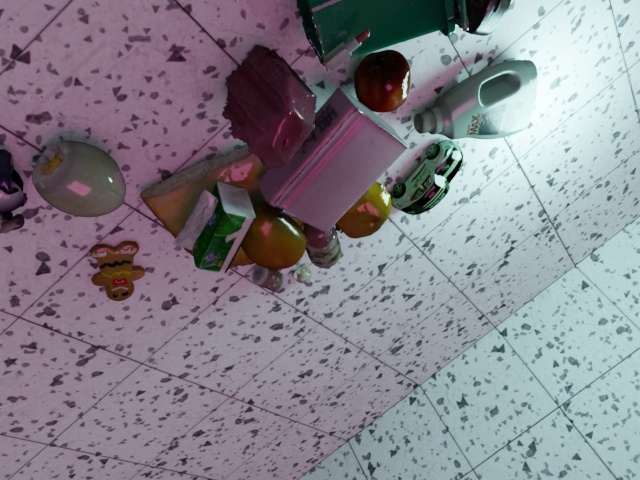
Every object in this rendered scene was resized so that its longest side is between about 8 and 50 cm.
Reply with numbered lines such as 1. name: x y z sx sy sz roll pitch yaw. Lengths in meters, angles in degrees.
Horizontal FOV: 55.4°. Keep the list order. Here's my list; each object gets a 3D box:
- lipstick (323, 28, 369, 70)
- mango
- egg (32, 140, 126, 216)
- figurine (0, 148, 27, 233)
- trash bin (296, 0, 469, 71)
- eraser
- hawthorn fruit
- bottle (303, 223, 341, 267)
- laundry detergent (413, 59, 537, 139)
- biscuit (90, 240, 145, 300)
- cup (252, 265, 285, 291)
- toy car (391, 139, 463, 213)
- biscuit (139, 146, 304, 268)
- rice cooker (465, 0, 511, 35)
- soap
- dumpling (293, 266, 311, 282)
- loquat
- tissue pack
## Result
1. lipstick: 0.066 -0.446 1.412 0.129 0.030 0.030 -31 137 29
2. mango: -0.148 -0.007 1.789 0.175 0.139 0.254 -40 137 4
3. egg: -0.587 -0.144 1.519 0.183 0.183 0.217 -40 138 9
4. figurine: -0.791 -0.113 1.466 0.145 0.145 0.222 1 131 -32
5. trash bin: 0.143 -0.585 1.468 0.381 0.295 0.259 -24 138 0
6. eraser: 0.033 -0.215 1.720 0.359 0.122 0.272 -46 140 19
7. hawthorn fruit: 0.179 -0.438 1.721 0.169 0.169 0.188 -28 149 -5
8. bottle: 0.000 0.000 2.011 0.120 0.120 0.253 -29 157 -3
9. laundry detergent: 0.489 -0.428 1.945 0.397 0.125 0.264 -15 137 -16
10. biscuit: -0.615 0.101 1.854 0.158 0.035 0.240 -11 134 -19
11. cup: -0.172 0.121 2.109 0.102 0.074 0.099 -46 137 16
12. toy car: 0.380 -0.200 2.096 0.136 0.125 0.306 23 117 -43
13. biscuit: -0.240 -0.101 1.833 0.429 0.104 0.446 -31 136 0
14. rice cooker: 0.462 -0.657 1.709 0.106 0.112 0.165 2 132 -39
15. soap: -0.126 -0.333 1.508 0.127 0.325 0.220 27 111 -40
16. dumpling: -0.065 0.125 2.209 0.076 0.057 0.052 14 164 -13
17. loquat: 0.127 -0.105 1.999 0.187 0.176 0.234 40 122 -7
18. tissue pack: -0.296 -0.039 1.682 0.156 0.148 0.209 13 123 -32
